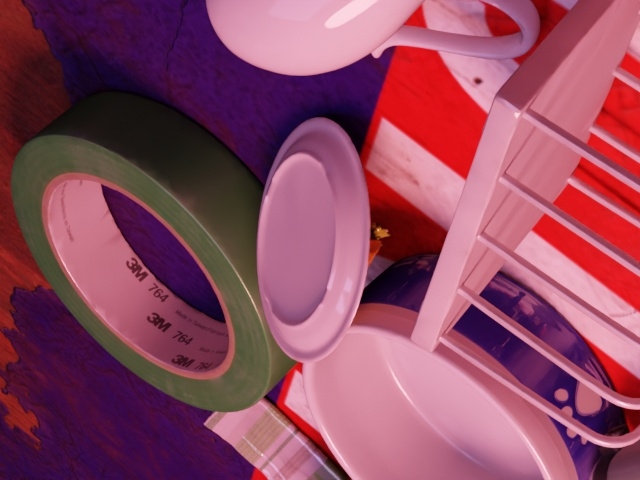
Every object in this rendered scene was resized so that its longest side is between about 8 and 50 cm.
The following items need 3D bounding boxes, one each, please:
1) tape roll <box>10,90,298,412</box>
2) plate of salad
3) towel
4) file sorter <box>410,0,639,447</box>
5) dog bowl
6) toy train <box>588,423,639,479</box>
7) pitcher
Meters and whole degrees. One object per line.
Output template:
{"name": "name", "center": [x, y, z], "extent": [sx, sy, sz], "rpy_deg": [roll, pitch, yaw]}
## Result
{"name": "tape roll", "center": [-0.148, 0.014, 1.784], "extent": [0.321, 0.077, 0.321], "rpy_deg": [31, 145, 25]}
{"name": "plate of salad", "center": [0.000, 0.000, 1.553], "extent": [0.200, 0.048, 0.200], "rpy_deg": [-10, 79, 62]}
{"name": "towel", "center": [-0.047, 0.212, 1.937], "extent": [0.152, 0.023, 0.113], "rpy_deg": [43, 149, 5]}
{"name": "file sorter", "center": [0.200, -0.022, 1.217], "extent": [0.173, 0.193, 0.277], "rpy_deg": [35, 149, 13]}
{"name": "dog bowl", "center": [0.118, 0.143, 1.586], "extent": [0.265, 0.104, 0.265], "rpy_deg": [30, 145, 24]}
{"name": "toy train", "center": [0.326, 0.195, 1.383], "extent": [0.190, 0.142, 0.334], "rpy_deg": [61, 150, 0]}
{"name": "pitcher", "center": [0.035, -0.171, 1.334], "extent": [0.207, 0.125, 0.178], "rpy_deg": [-15, 130, 43]}
